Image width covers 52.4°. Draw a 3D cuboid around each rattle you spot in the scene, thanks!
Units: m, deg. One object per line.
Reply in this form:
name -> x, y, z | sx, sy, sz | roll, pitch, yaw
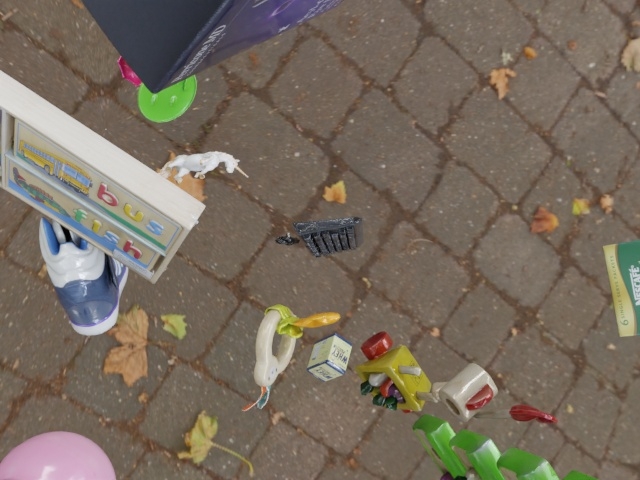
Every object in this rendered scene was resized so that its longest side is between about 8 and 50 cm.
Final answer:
rattle -> -0.052, 0.225, 1.186 | 0.142, 0.130, 0.200 | 11, 68, 8

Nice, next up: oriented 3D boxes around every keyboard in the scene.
keyboard -> 0.000, 0.000, 0.814 | 0.108, 0.180, 0.023 | -5, 80, 4

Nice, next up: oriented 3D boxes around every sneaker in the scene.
sneaker -> -0.468, 0.006, 1.290 | 0.130, 0.323, 0.236 | -10, 125, -10

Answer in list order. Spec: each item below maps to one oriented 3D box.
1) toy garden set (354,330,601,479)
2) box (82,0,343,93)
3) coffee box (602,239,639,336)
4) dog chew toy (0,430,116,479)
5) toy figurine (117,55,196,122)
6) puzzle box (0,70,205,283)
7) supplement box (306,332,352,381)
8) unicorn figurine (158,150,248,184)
toy garden set -> 0.118, 0.168, 0.477 | 0.049, 0.244, 0.204 | -35, 96, -17
box -> -0.035, -0.203, 0.407 | 0.207, 0.153, 0.108 | -40, 98, -37
coffee box -> 0.422, 0.045, 0.725 | 0.040, 0.184, 0.113 | 1, 81, -56
dog chew toy -> -0.476, 0.457, 1.038 | 0.206, 0.332, 0.207 | 5, 109, 14
toy figurine -> -0.338, -0.351, 1.297 | 0.130, 0.159, 0.173 | -10, 135, -47
puzzle box -> -0.401, -0.096, 1.056 | 0.408, 0.272, 0.052 | 34, 57, -9
supplement box -> 0.021, 0.277, 1.538 | 0.056, 0.083, 0.083 | 36, 49, -20
unicorn figurine -> -0.228, -0.144, 1.245 | 0.161, 0.111, 0.060 | 9, 114, 5
